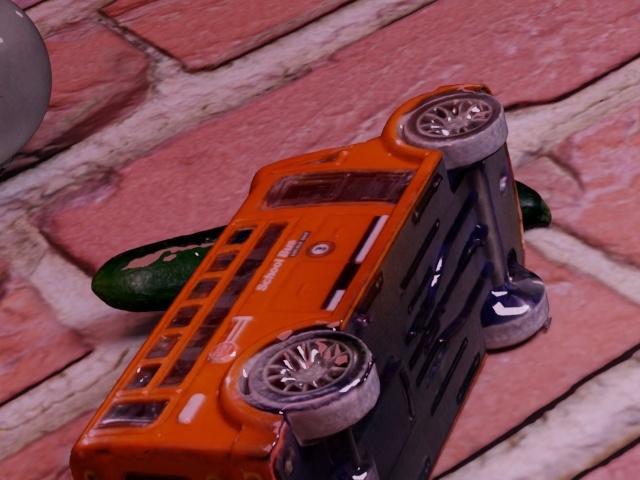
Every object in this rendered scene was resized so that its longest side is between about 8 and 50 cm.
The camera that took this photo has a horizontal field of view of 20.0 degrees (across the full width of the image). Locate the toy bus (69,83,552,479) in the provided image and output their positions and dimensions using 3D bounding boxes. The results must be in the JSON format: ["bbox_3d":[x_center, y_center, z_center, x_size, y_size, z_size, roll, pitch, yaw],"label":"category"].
[{"bbox_3d":[0.008,0.051,0.935,0.153,0.143,0.329,1,35,26],"label":"toy bus"}]

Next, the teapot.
[{"bbox_3d":[-0.293,-0.104,1.353,0.193,0.129,0.294,-14,28,3],"label":"teapot"}]

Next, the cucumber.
[{"bbox_3d":[0.000,0.000,1.112,0.284,0.056,0.056,-12,30,-2],"label":"cucumber"}]
